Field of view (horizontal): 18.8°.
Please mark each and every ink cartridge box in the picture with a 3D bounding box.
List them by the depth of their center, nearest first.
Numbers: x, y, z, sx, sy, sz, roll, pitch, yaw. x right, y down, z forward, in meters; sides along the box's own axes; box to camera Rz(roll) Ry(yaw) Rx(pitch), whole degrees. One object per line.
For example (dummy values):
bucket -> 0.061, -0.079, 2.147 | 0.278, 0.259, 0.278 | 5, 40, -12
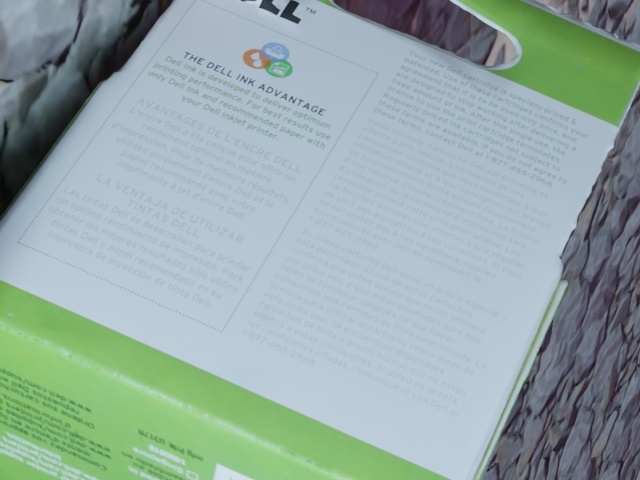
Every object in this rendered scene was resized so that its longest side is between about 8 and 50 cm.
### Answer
ink cartridge box -> 0.000, 0.000, 0.740 | 0.097, 0.188, 0.255 | 104, 12, -49
